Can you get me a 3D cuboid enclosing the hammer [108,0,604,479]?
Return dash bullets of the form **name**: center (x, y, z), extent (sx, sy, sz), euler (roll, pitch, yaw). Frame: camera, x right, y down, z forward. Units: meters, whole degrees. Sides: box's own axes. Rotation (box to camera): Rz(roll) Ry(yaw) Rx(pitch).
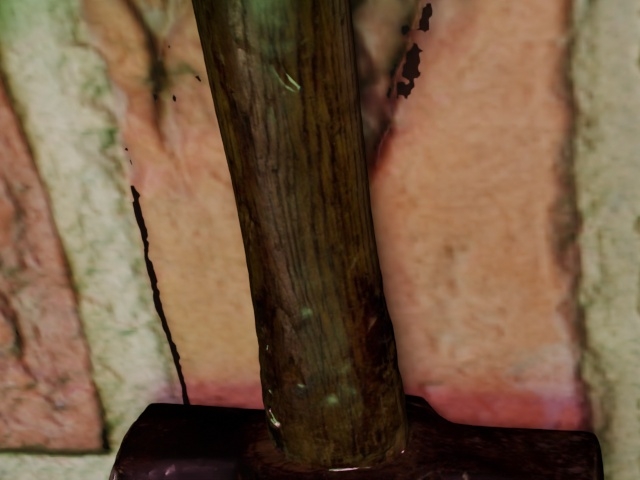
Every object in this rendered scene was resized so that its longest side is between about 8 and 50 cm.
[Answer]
- **hammer**: center (0.000, 0.000, 0.584), extent (0.242, 0.095, 0.409), euler (-1, 119, 13)
